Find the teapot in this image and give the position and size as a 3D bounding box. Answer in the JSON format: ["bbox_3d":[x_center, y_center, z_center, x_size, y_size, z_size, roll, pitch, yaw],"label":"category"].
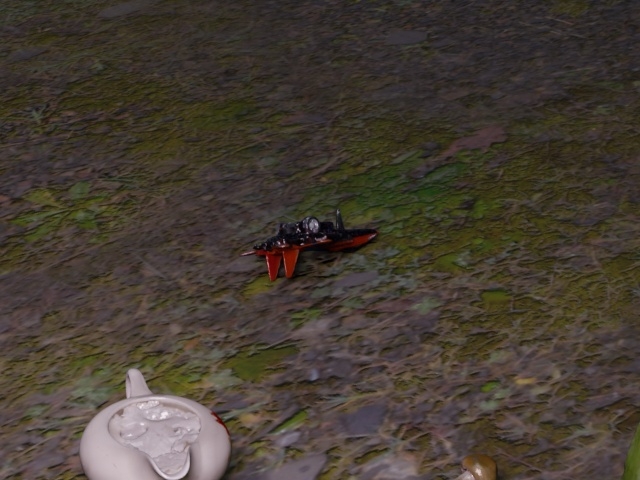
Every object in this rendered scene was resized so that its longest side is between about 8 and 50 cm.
[{"bbox_3d":[-0.161,0.200,1.807,0.145,0.092,0.226,-5,27,-18],"label":"teapot"}]

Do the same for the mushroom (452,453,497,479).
[{"bbox_3d":[0.068,0.276,1.735,0.068,0.043,0.306,-9,17,42],"label":"mushroom"}]

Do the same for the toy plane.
[{"bbox_3d":[-0.001,-0.003,2.237,0.189,0.061,0.130,-20,4,-41],"label":"toy plane"}]

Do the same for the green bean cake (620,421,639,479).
[{"bbox_3d":[0.333,0.220,1.649,0.125,0.222,0.248,12,32,18],"label":"green bean cake"}]
